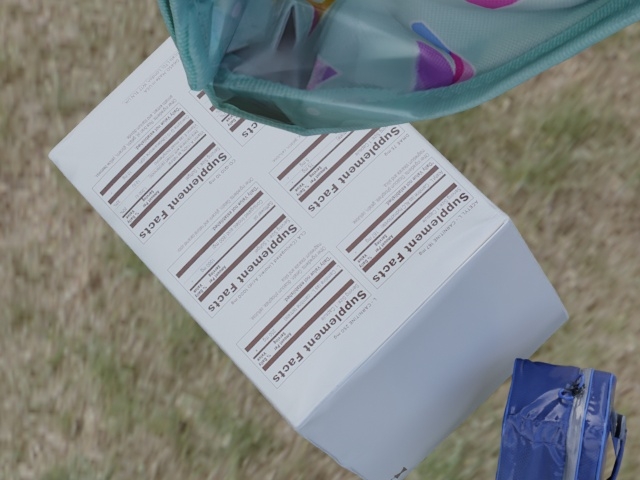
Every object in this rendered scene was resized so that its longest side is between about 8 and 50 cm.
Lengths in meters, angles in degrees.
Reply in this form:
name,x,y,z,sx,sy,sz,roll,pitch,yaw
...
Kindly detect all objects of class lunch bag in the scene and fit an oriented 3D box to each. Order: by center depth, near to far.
name,x,y,z,sx,sy,sz,roll,pitch,yaw
lunch bag,0.057,-0.163,0.506,0.160,0.262,0.223,29,60,-14
lunch bag,0.130,0.111,1.076,0.065,0.098,0.067,9,37,8

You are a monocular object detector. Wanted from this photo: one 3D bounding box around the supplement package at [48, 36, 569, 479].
name,x,y,z,sx,sy,sz,roll,pitch,yaw
supplement package,0.000,0.000,1.071,0.149,0.194,0.203,-44,68,0
